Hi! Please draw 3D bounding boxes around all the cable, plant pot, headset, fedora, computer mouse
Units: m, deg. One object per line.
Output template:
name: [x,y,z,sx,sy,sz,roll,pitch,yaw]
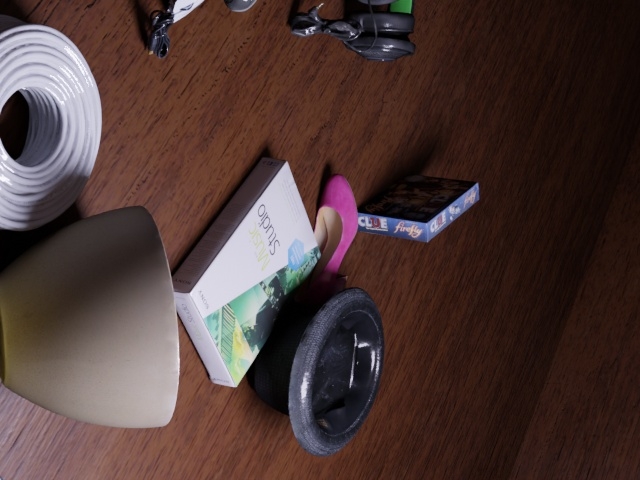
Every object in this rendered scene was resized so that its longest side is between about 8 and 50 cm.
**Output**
cable: [-0.372,-0.139,1.320,0.257,0.089,0.257,-42,133,-47]
plant pot: [-0.306,0.104,1.374,0.191,0.284,0.284,-5,106,-23]
headset: [0.082,-0.438,2.001,0.394,0.185,0.243,-59,151,-58]
fedora: [-0.014,0.223,1.968,0.334,0.152,0.334,-29,124,-57]
computer mouse: [-0.190,-0.350,1.580,0.193,0.042,0.106,-63,179,-28]

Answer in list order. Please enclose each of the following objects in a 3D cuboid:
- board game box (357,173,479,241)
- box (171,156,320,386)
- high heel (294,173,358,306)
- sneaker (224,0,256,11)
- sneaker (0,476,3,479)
board game box: [0.198,-0.070,2.232,0.243,0.165,0.042,-36,128,-51]
box: [-0.119,0.051,1.837,0.322,0.058,0.232,-56,142,-34]
high heel: [0.000,0.000,2.020,0.117,0.082,0.244,-8,109,-49]
sneaker: [-0.141,-0.477,1.636,0.106,0.101,0.267,-10,109,-35]
sneaker: [-0.383,0.343,1.329,0.099,0.153,0.282,-60,157,-45]
